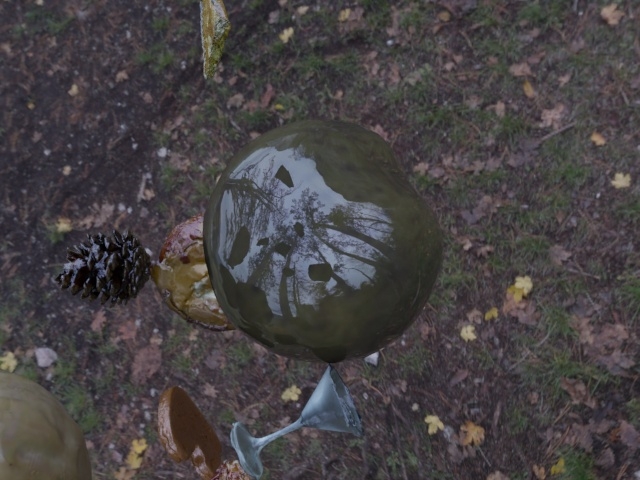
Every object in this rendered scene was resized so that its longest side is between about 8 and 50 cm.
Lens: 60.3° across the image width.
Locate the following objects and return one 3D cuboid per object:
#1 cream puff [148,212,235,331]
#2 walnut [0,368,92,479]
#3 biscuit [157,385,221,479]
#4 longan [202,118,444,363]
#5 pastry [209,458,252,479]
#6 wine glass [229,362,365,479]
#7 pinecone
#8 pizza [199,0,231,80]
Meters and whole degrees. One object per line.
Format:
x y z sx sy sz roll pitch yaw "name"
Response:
-0.228 0.067 1.367 0.351 0.350 0.228 -19 24 6 "cream puff"
-0.485 0.363 0.725 0.382 0.381 0.381 -8 58 13 "walnut"
-0.239 0.367 1.008 0.036 0.192 0.186 -29 22 -3 "biscuit"
0.000 0.000 0.893 0.405 0.336 0.404 -5 66 11 "longan"
-0.100 0.353 0.669 0.063 0.169 0.087 -23 11 -34 "pastry"
-0.037 0.277 0.835 0.183 0.122 0.122 -26 56 3 "wine glass"
-0.514 0.062 1.310 0.205 0.179 0.184 12 60 -2 "pinecone"
-0.138 -0.262 0.712 0.026 0.108 0.123 -2 36 -23 "pizza"
